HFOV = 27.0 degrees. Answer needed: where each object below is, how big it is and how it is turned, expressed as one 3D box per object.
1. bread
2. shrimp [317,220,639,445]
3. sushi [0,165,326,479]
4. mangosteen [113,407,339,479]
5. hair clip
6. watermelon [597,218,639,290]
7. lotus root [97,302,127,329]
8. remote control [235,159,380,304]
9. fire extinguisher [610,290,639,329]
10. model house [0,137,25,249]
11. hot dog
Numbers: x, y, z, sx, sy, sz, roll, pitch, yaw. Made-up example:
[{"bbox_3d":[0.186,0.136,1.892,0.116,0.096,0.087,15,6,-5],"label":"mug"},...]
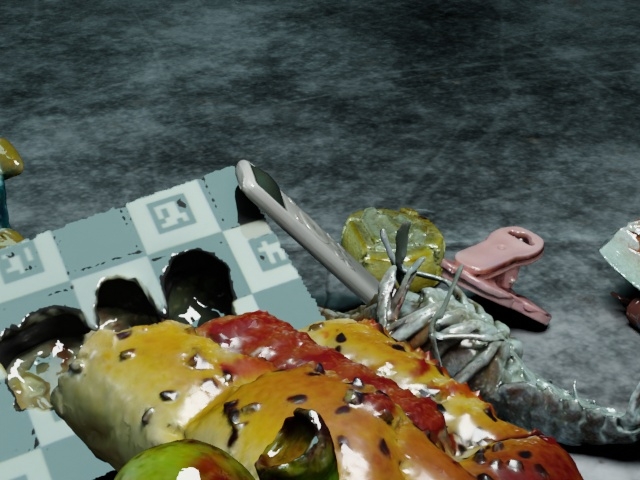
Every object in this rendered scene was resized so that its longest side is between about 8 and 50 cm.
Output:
[{"bbox_3d":[0.087,0.006,1.641,0.117,0.064,0.156,-9,30,-19],"label":"bread"},{"bbox_3d":[0.161,0.109,1.362,0.410,0.166,0.221,29,4,23],"label":"shrimp"},{"bbox_3d":[-0.196,0.115,1.397,0.373,0.100,0.296,-21,59,-17],"label":"sushi"},{"bbox_3d":[-0.077,0.276,0.827,0.306,0.306,0.359,28,80,43],"label":"mangosteen"},{"bbox_3d":[0.192,0.053,1.506,0.123,0.102,0.138,25,35,35],"label":"hair clip"},{"bbox_3d":[0.487,-0.020,1.541,0.213,0.201,0.261,32,31,28],"label":"watermelon"},{"bbox_3d":[-0.242,0.076,1.493,0.179,0.080,0.089,-22,35,-32],"label":"lotus root"},{"bbox_3d":[0.000,0.000,1.495,0.029,0.261,0.067,-41,31,11],"label":"remote control"},{"bbox_3d":[0.383,0.094,1.496,0.056,0.039,0.132,22,13,-34],"label":"fire extinguisher"},{"bbox_3d":[-0.462,-0.037,1.624,0.291,0.184,0.253,16,27,19],"label":"model house"},{"bbox_3d":[0.031,0.187,1.084,0.367,0.196,0.365,7,19,-43],"label":"hot dog"}]
